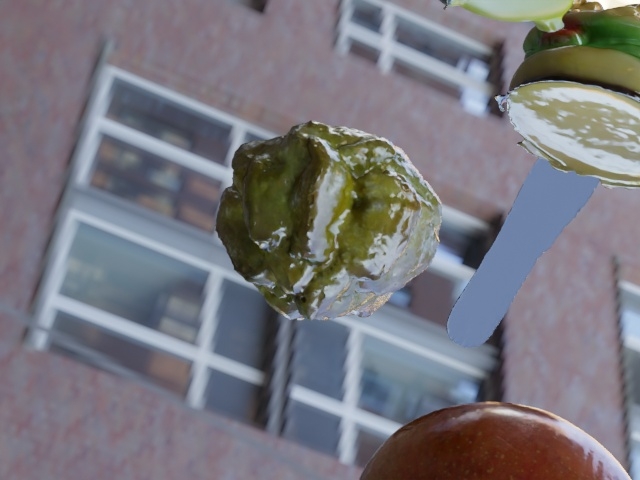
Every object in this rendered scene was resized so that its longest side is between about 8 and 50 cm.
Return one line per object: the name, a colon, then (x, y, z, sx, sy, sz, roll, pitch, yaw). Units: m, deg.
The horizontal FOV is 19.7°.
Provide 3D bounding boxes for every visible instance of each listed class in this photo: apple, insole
apple: (0.137, 0.233, 1.410, 0.173, 0.235, 0.210, -37, 132, -74)
insole: (0.246, -0.015, 2.135, 0.322, 0.109, 0.007, -58, -140, 3)

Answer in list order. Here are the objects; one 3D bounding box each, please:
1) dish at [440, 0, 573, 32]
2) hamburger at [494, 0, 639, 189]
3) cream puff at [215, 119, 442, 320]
dish: (0.135, -0.291, 1.653, 0.221, 0.108, 0.262, 55, -14, 27)
hamburger: (0.314, -0.165, 1.921, 0.149, 0.237, 0.237, -67, -167, -23)
cream puff: (0.004, -0.015, 1.923, 0.244, 0.244, 0.196, -61, -158, 25)
